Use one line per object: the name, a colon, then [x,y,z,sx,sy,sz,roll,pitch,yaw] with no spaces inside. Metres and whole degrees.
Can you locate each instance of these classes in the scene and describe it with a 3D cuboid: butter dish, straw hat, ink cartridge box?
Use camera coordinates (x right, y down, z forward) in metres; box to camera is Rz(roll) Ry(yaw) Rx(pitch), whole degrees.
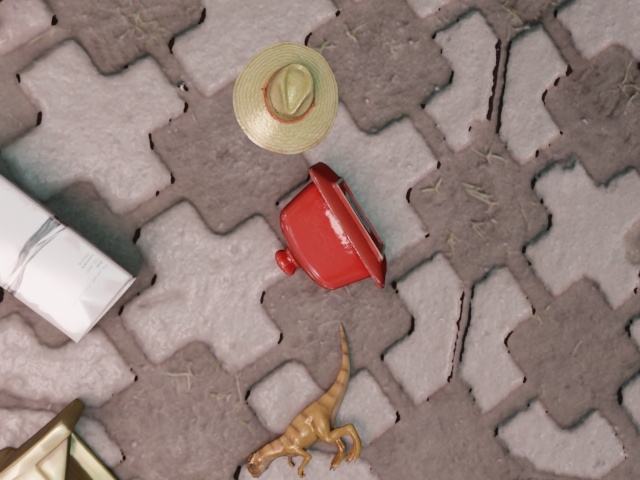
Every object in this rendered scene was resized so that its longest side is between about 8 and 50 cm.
butter dish: [0.000,0.000,0.993,0.118,0.160,0.160,-32,94,10]
straw hat: [-0.036,-0.182,1.025,0.144,0.061,0.145,1,87,-13]
ink cartridge box: [-0.313,0.008,0.900,0.219,0.160,0.093,39,81,-7]

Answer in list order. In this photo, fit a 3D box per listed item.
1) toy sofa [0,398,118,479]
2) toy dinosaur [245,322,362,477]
toy sofa: [-0.227,0.365,0.905,0.177,0.150,0.362,-41,96,-7]
toy dinosaur: [0.002,0.216,1.010,0.112,0.064,0.211,44,79,-6]
